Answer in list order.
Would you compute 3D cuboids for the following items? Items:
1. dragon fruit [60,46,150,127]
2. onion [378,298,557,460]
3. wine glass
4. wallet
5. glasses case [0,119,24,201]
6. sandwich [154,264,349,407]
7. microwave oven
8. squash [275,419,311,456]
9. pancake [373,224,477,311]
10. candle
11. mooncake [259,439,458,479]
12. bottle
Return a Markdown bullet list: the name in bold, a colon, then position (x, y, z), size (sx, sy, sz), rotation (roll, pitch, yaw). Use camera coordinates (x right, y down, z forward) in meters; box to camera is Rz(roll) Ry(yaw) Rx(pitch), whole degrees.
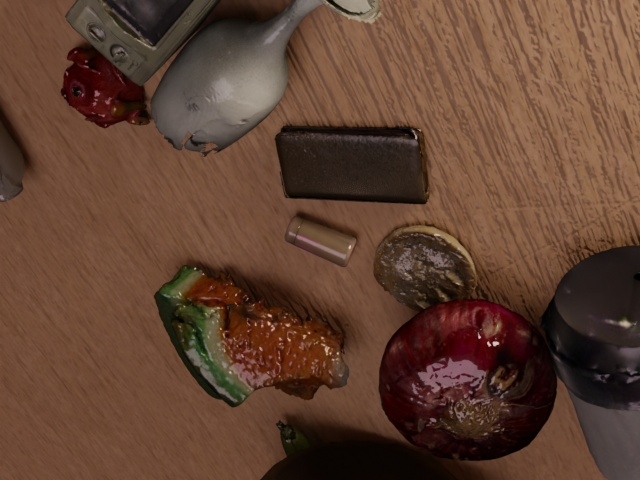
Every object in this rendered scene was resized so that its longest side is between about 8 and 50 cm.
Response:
- **dragon fruit**: position (-0.299, -0.197, 1.234), size (0.112, 0.068, 0.126), rotation (-1, 125, 23)
- **onion**: position (0.202, 0.187, 1.254), size (0.246, 0.190, 0.246), rotation (8, 128, 10)
- **wine glass**: position (-0.075, -0.225, 1.073), size (0.143, 0.143, 0.321), rotation (43, 132, -14)
- **wallet**: position (0.040, -0.098, 1.199), size (0.198, 0.031, 0.110), rotation (4, 127, 20)
- **glasses case**: position (-0.540, -0.196, 1.324), size (0.128, 0.083, 0.308), rotation (-2, 126, 31)
- **sandwich**: position (-0.101, 0.180, 1.393), size (0.301, 0.162, 0.250), rotation (5, 132, 22)
- **microwave oven**: position (-0.169, -0.304, 1.030), size (0.129, 0.163, 0.205), rotation (41, 130, -13)
- **squash**: position (-0.034, 0.380, 1.600), size (0.052, 0.052, 0.183), rotation (-5, 123, 26)
- **pancake**: position (0.141, 0.041, 1.273), size (0.152, 0.025, 0.151), rotation (11, 131, 13)
- **candle**: position (0.418, 0.187, 1.151), size (0.221, 0.221, 0.342), rotation (-7, 125, 27)
- **mooncake**: position (0.076, 0.528, 1.443), size (0.393, 0.394, 0.246), rotation (-5, 132, -5)
- **bottle**: position (0.000, 0.000, 1.286), size (0.096, 0.045, 0.045), rotation (23, 132, 7)
